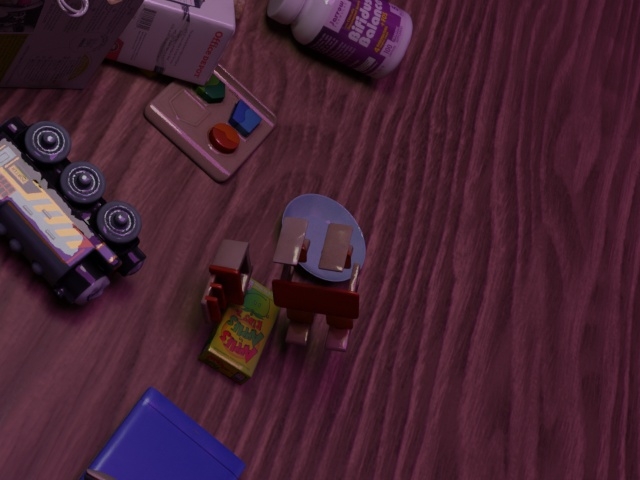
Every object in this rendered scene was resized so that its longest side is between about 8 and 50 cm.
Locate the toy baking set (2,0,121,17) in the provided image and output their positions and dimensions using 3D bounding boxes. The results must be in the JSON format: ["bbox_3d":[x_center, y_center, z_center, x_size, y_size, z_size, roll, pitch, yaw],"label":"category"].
[{"bbox_3d":[-0.429,-0.431,1.531,0.256,0.030,0.197,3,68,-34],"label":"toy baking set"}]

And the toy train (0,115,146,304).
[{"bbox_3d":[-0.446,-0.048,1.677,0.334,0.142,0.190,49,59,-3],"label":"toy train"}]

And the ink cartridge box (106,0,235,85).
[{"bbox_3d":[-0.301,-0.412,1.931,0.237,0.172,0.100,13,53,-22],"label":"ink cartridge box"}]

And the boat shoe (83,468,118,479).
[{"bbox_3d":[-0.299,0.389,1.512,0.137,0.049,0.043,35,87,-12],"label":"boat shoe"}]

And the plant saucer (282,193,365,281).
[{"bbox_3d":[0.000,0.000,2.015,0.194,0.037,0.195,17,56,-26],"label":"plant saucer"}]

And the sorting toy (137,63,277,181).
[{"bbox_3d":[-0.245,-0.283,2.011,0.307,0.041,0.229,42,48,-7],"label":"sorting toy"}]

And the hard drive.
[{"bbox_3d":[-0.275,0.410,1.574,0.210,0.040,0.319,41,48,-8],"label":"hard drive"}]

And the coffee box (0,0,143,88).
[{"bbox_3d":[-0.532,-0.488,1.733,0.334,0.338,0.338,-5,68,-37],"label":"coffee box"}]

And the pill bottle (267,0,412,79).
[{"bbox_3d":[0.041,-0.491,2.250,0.301,0.169,0.169,21,53,-24],"label":"pill bottle"}]

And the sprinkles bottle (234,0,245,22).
[{"bbox_3d":[-0.329,-0.511,2.037,0.355,0.121,0.121,1,63,-35],"label":"sprinkles bottle"}]

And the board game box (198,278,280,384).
[{"bbox_3d":[-0.140,0.158,1.818,0.092,0.043,0.181,34,49,-14],"label":"board game box"}]

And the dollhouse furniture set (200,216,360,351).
[{"bbox_3d":[-0.060,0.091,1.734,0.259,0.262,0.135,8,54,9],"label":"dollhouse furniture set"}]
